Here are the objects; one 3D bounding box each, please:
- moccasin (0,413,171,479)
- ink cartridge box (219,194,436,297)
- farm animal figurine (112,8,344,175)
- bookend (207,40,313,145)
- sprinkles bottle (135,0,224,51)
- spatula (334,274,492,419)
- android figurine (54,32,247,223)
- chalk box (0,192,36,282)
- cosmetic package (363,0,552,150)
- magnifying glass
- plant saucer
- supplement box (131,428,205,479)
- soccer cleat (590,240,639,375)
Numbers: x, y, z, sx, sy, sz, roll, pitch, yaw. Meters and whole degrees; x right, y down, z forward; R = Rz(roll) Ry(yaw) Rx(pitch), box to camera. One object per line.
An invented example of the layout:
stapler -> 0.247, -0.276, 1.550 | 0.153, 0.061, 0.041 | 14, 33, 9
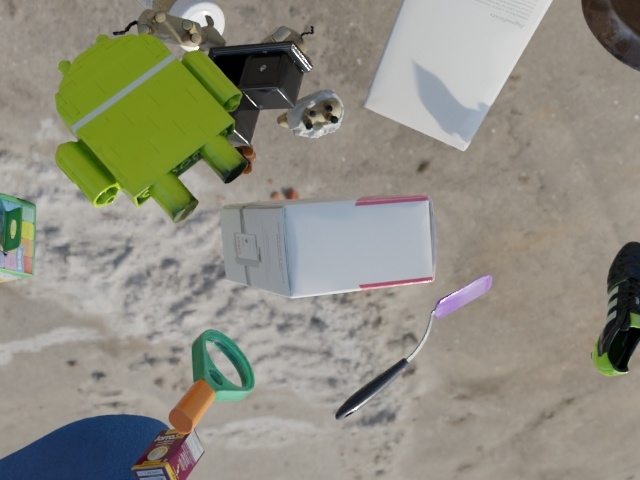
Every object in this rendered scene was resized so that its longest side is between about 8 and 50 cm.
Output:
moccasin -> -0.362, 0.327, 1.178 | 0.342, 0.138, 0.117 | -10, 144, -30
ink cartridge box -> 0.000, 0.000, 1.201 | 0.207, 0.117, 0.283 | -6, -176, -22
farm animal figurine -> -0.157, -0.296, 1.578 | 0.327, 0.172, 0.330 | -25, 106, -6
bookend -> -0.111, -0.219, 1.355 | 0.156, 0.157, 0.072 | 3, 159, 29
sprinkles bottle -> -0.350, -0.558, 1.999 | 0.121, 0.355, 0.121 | -23, 137, -23
spatula -> 0.130, 0.147, 1.223 | 0.296, 0.030, 0.084 | -43, 159, -12
android figurine -> -0.229, -0.157, 1.138 | 0.248, 0.273, 0.056 | -42, 170, -16
chalk box -> -0.559, -0.005, 1.448 | 0.213, 0.132, 0.132 | -8, 164, 28
cosmetic package -> 0.185, -0.296, 1.001 | 0.155, 0.197, 0.365 | 24, 149, 0
magnifying glass -> -0.123, 0.159, 0.984 | 0.026, 0.231, 0.092 | -39, 93, 14
plant saucer -> 0.659, -0.442, 1.689 | 0.310, 0.310, 0.050 | -5, 152, -14
supplement box -> -0.194, 0.282, 1.122 | 0.055, 0.083, 0.043 | -13, 110, 23
soccer cleat -> 0.395, 0.088, 1.121 | 0.060, 0.179, 0.072 | 16, 176, -7
